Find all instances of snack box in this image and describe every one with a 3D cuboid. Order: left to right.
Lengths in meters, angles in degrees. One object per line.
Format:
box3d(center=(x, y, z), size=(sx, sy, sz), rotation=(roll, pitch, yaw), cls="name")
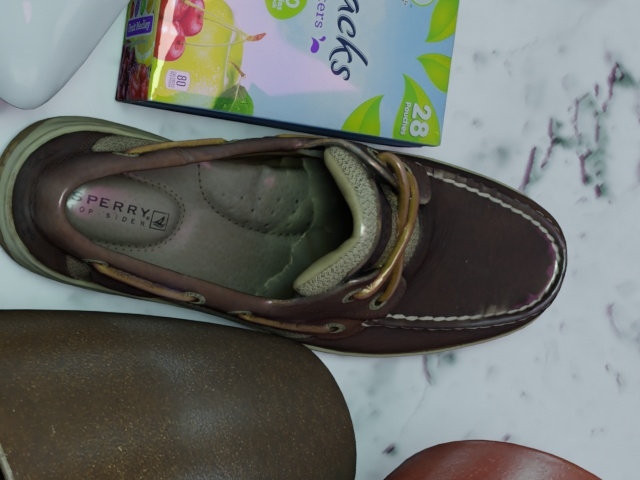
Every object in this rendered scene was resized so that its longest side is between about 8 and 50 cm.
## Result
box3d(center=(-0.009, -0.164, 0.999), size=(0.174, 0.070, 0.207), rotation=(9, 91, -23), cls="snack box")

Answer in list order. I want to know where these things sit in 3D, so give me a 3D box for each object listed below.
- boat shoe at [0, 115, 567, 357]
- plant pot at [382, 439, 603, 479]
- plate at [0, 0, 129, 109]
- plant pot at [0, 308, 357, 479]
box3d(center=(0.000, 0.000, 0.984), size=(0.342, 0.123, 0.123), rotation=(12, 89, -25), cls="boat shoe")
box3d(center=(0.047, 0.248, 0.861), size=(0.265, 0.272, 0.272), rotation=(-44, 112, -44), cls="plant pot")
box3d(center=(-0.164, -0.252, 0.894), size=(0.278, 0.045, 0.277), rotation=(39, 82, -9), cls="plate")
box3d(center=(-0.101, 0.121, 0.918), size=(0.230, 0.215, 0.215), rotation=(-13, 99, -38), cls="plant pot")
